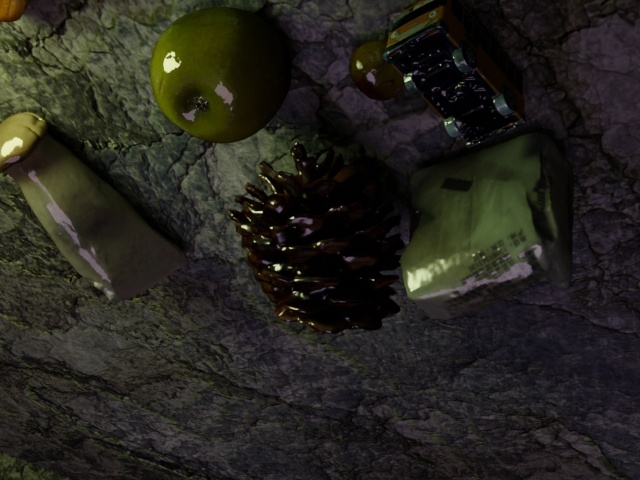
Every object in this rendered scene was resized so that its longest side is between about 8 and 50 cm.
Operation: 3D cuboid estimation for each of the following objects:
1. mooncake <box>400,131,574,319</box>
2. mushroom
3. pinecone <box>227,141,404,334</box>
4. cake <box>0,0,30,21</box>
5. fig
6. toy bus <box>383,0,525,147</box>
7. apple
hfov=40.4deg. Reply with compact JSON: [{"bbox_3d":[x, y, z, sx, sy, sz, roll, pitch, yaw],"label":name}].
[{"bbox_3d":[0.246,-0.014,1.260,0.254,0.250,0.136,-18,137,30],"label":"mooncake"},{"bbox_3d":[-0.412,-0.041,1.510,0.407,0.154,0.137,48,171,-31],"label":"mushroom"},{"bbox_3d":[0.004,-0.005,1.330,0.242,0.298,0.296,-21,99,7],"label":"pinecone"},{"bbox_3d":[-0.455,-0.352,1.236,0.084,0.044,0.084,7,140,6],"label":"cake"},{"bbox_3d":[0.086,-0.242,1.189,0.084,0.082,0.098,39,102,-2],"label":"fig"},{"bbox_3d":[0.179,-0.228,1.136,0.098,0.114,0.201,-22,134,36],"label":"toy bus"},{"bbox_3d":[-0.140,-0.224,1.205,0.196,0.157,0.196,10,133,11],"label":"apple"}]
